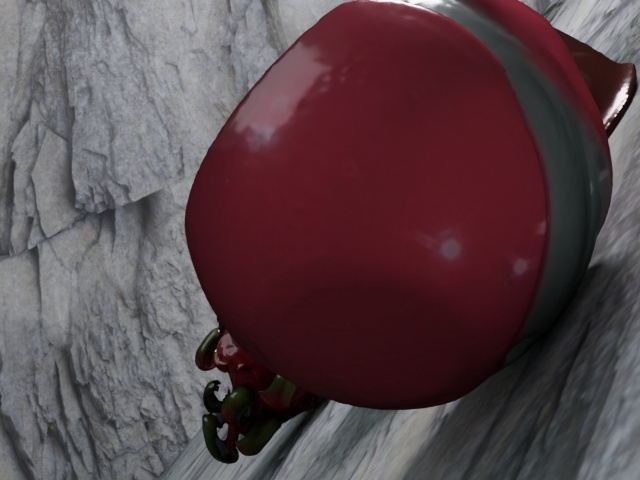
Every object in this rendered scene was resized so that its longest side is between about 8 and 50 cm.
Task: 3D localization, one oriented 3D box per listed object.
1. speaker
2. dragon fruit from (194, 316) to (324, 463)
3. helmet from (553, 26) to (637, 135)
[{"bbox_3d":[0.058,-0.034,0.790,0.294,0.294,0.294,-50,2,2],"label":"speaker"},{"bbox_3d":[-0.062,0.148,1.535,0.273,0.218,0.198,-56,-33,-26],"label":"dragon fruit"},{"bbox_3d":[0.128,-0.104,1.242,0.385,0.230,0.337,-49,2,-10],"label":"helmet"}]
